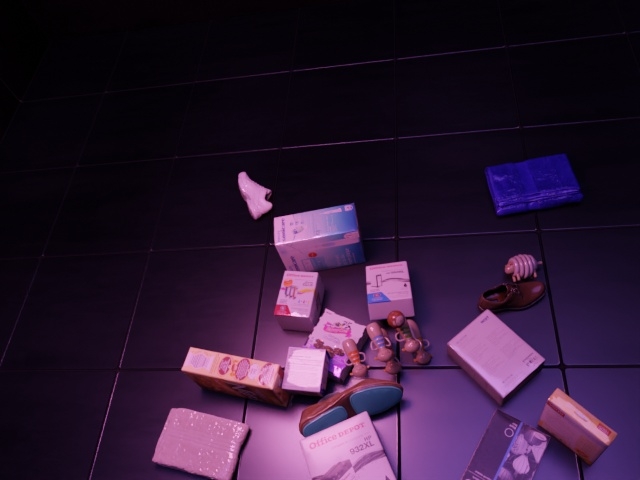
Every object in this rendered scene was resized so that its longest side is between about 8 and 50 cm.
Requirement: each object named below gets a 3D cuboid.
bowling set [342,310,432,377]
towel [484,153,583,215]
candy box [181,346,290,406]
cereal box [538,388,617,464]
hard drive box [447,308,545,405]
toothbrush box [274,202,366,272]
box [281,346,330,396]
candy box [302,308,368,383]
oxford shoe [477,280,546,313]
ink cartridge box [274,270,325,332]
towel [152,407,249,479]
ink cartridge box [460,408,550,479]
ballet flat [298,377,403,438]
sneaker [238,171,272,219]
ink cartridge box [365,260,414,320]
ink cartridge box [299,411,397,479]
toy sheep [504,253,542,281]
[{"bbox_3d":[0.218,0.321,1.745,0.287,0.200,0.154,-17,64,-14],"label":"bowling set"},{"bbox_3d":[0.778,-0.214,2.078,0.308,0.076,0.227,-9,56,7],"label":"towel"},{"bbox_3d":[-0.264,0.441,1.822,0.316,0.183,0.087,8,60,18],"label":"candy box"},{"bbox_3d":[0.685,0.505,1.522,0.047,0.240,0.173,-42,58,-15],"label":"cereal box"},{"bbox_3d":[0.537,0.358,1.747,0.181,0.089,0.232,-36,57,-12],"label":"hard drive box"},{"bbox_3d":[0.000,0.000,2.034,0.295,0.216,0.126,-9,55,7],"label":"toothbrush box"},{"bbox_3d":[-0.043,0.412,1.777,0.126,0.072,0.137,1,63,17],"label":"box"},{"bbox_3d":[0.044,0.349,1.879,0.165,0.070,0.196,21,64,25],"label":"candy box"},{"bbox_3d":[0.630,0.177,1.843,0.227,0.096,0.083,-17,53,0],"label":"oxford shoe"},{"bbox_3d":[-0.070,0.210,1.964,0.128,0.127,0.176,2,57,15],"label":"ink cartridge box"},{"bbox_3d":[-0.381,0.647,1.797,0.282,0.049,0.187,9,61,17],"label":"towel"},{"bbox_3d":[0.495,0.657,1.576,0.165,0.065,0.332,24,66,25],"label":"ink cartridge box"},{"bbox_3d":[0.085,0.501,1.755,0.342,0.116,0.124,-27,23,-1],"label":"ballet flat"},{"bbox_3d":[-0.262,-0.193,2.313,0.115,0.090,0.232,-22,64,-10],"label":"sneaker"},{"bbox_3d":[0.231,0.167,1.905,0.148,0.086,0.203,-8,34,7],"label":"ink cartridge box"},{"bbox_3d":[0.098,0.683,1.609,0.223,0.129,0.307,-23,55,-2],"label":"ink cartridge box"},{"bbox_3d":[0.682,0.089,1.897,0.132,0.091,0.091,-9,54,-9],"label":"toy sheep"}]
